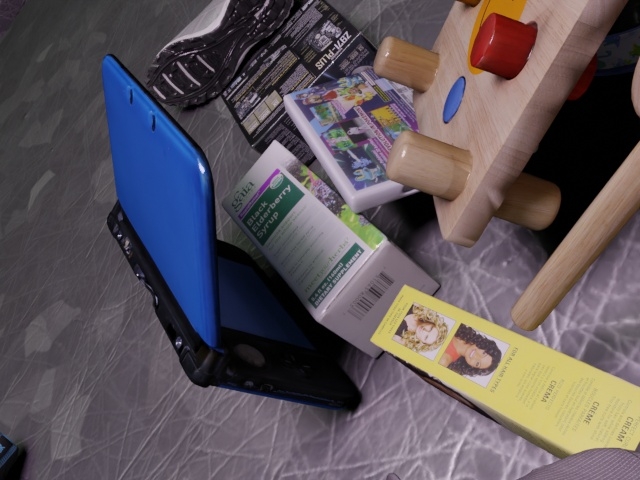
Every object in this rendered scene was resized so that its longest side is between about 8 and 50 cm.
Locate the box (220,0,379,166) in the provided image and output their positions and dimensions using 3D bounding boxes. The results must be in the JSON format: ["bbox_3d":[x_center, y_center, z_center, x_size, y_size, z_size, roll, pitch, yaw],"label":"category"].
[{"bbox_3d":[-0.019,-0.190,0.887,0.180,0.077,0.147,-45,40,10],"label":"box"}]

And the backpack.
[{"bbox_3d":[0.256,-0.193,0.617,0.105,0.084,0.114,-5,55,39],"label":"backpack"}]

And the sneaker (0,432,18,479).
[{"bbox_3d":[-0.523,0.366,0.979,0.340,0.125,0.140,-30,18,30],"label":"sneaker"}]

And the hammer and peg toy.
[{"bbox_3d":[0.134,-0.125,0.493,0.361,0.127,0.266,-89,20,-53],"label":"hammer and peg toy"}]

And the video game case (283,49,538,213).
[{"bbox_3d":[0.079,-0.115,0.713,0.183,0.023,0.201,-19,42,-9],"label":"video game case"}]

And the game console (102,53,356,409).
[{"bbox_3d":[-0.087,-0.011,0.670,0.173,0.250,0.293,-60,39,13],"label":"game console"}]

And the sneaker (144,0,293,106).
[{"bbox_3d":[-0.151,-0.304,1.097,0.271,0.100,0.108,-38,28,13],"label":"sneaker"}]

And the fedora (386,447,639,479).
[{"bbox_3d":[0.144,0.187,0.350,0.124,0.275,0.244,-34,56,-13],"label":"fedora"}]

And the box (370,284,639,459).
[{"bbox_3d":[0.145,0.106,0.514,0.232,0.087,0.058,22,77,51],"label":"box"}]

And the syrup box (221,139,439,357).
[{"bbox_3d":[0.000,0.000,0.720,0.093,0.096,0.237,-49,41,4],"label":"syrup box"}]
